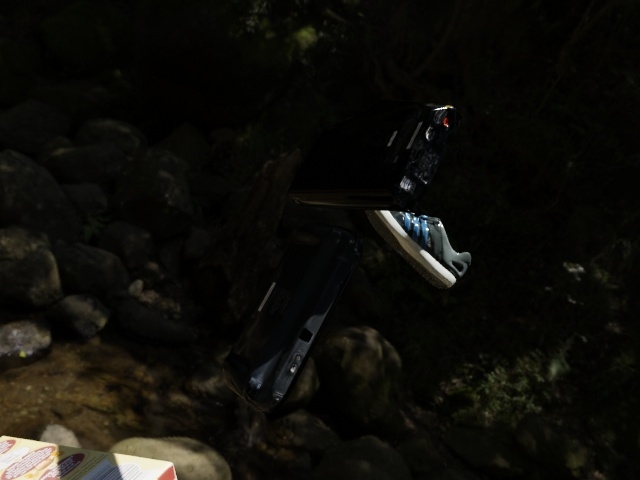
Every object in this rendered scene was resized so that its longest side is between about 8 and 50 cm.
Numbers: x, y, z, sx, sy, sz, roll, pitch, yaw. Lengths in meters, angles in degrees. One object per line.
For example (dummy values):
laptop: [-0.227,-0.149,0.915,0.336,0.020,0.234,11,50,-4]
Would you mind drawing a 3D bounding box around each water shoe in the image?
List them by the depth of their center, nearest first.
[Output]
water shoe: [0.158,-0.013,0.839,0.203,0.080,0.073,47,-11,4]

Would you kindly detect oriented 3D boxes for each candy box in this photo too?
candy box: [-0.315,0.366,0.645,0.316,0.183,0.087,-4,12,25]

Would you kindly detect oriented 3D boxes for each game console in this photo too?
game console: [0.000,0.000,0.550,0.044,0.361,0.213,35,-12,-28]
